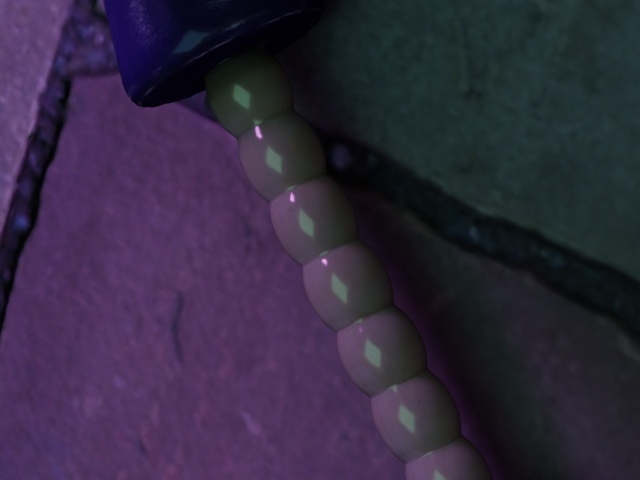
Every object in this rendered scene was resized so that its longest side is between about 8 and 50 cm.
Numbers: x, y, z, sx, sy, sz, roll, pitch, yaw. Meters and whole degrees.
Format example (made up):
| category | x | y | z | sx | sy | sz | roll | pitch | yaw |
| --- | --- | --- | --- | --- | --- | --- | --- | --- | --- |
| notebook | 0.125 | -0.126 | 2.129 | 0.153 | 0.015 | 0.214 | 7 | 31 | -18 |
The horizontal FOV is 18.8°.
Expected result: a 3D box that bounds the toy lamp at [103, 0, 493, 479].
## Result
| category | x | y | z | sx | sy | sz | roll | pitch | yaw |
| --- | --- | --- | --- | --- | --- | --- | --- | --- | --- |
| toy lamp | 0.000 | 0.000 | 0.672 | 0.080 | 0.080 | 0.274 | -28 | 85 | 31 |
